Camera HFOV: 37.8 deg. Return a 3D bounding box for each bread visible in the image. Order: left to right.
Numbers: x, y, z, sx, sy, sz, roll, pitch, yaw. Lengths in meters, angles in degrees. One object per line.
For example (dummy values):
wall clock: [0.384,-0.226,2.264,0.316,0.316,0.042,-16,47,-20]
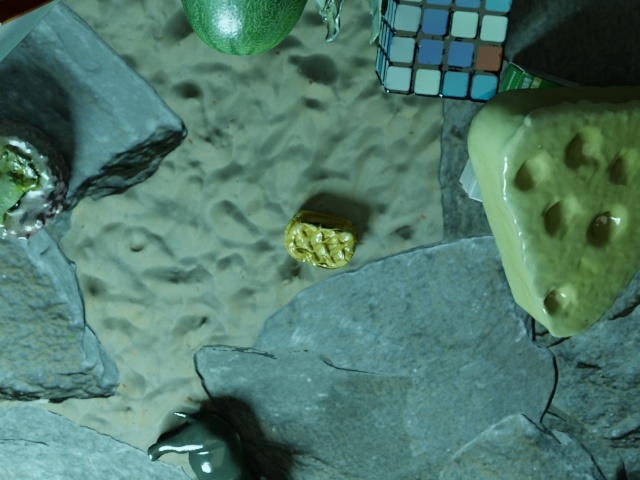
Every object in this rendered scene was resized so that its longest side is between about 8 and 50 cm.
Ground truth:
bread: [0.000,0.000,1.388,0.110,0.044,0.083,13,110,-11]

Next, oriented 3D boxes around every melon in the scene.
melon: [-0.087,-0.376,1.172,0.182,0.182,0.288,12,108,-8]

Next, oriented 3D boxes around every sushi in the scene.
sushi: [-0.472,-0.096,1.296,0.241,0.107,0.161,17,105,-9]

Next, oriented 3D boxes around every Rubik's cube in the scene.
Rubik's cube: [0.159,-0.277,1.238,0.151,0.155,0.154,6,109,-3]

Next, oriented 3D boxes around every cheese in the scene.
cheese: [0.337,-0.081,1.249,0.384,0.104,0.384,-13,122,-22]

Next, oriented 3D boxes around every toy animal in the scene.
toy animal: [-0.171,0.385,1.481,0.146,0.114,0.245,-19,110,4]

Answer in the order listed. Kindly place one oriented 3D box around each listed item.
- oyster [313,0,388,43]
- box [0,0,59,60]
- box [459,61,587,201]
oyster: [0.048,-0.407,1.088,0.158,0.162,0.351,-6,103,-21]
box: [-0.528,-0.262,1.101,0.318,0.349,0.257,-43,107,13]
box: [0.301,-0.139,1.338,0.135,0.081,0.199,17,111,-10]
